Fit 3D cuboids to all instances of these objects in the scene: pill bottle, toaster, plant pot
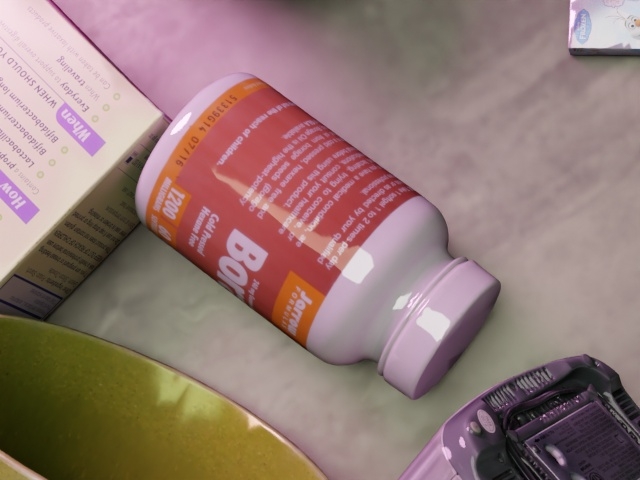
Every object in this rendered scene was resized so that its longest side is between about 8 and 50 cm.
[{"bbox_3d":[0.000,0.000,1.214,0.216,0.121,0.121,36,88,15],"label":"pill bottle"},{"bbox_3d":[0.117,0.161,1.124,0.129,0.227,0.146,49,123,14],"label":"toaster"},{"bbox_3d":[-0.168,0.236,1.153,0.274,0.275,0.294,28,102,14],"label":"plant pot"}]

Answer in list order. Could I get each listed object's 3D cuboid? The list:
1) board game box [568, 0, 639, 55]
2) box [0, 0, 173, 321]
[{"bbox_3d":[0.207,-0.164,1.258,0.090,0.020,0.090,2,81,10],"label":"board game box"},{"bbox_3d":[-0.241,-0.053,1.272,0.243,0.117,0.213,-46,76,-1],"label":"box"}]
